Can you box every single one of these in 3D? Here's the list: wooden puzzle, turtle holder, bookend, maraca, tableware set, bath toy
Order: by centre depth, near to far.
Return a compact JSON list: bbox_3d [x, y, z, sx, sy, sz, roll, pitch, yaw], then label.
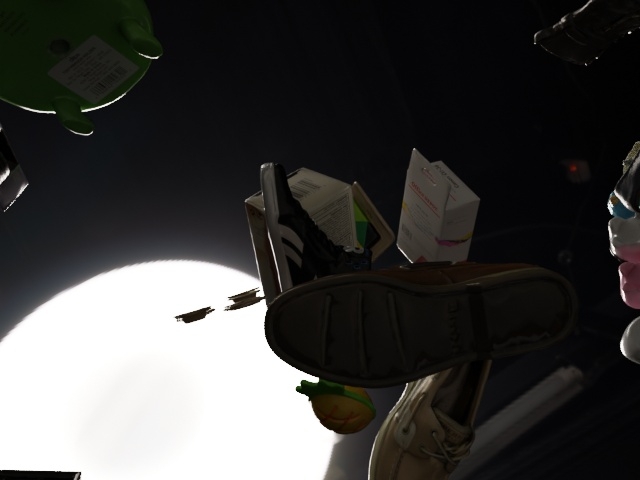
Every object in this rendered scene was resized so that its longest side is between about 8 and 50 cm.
[{"bbox_3d":[-0.380,-0.304,0.977,0.320,0.227,0.243,2,141,-34],"label":"turtle holder"},{"bbox_3d":[-0.154,0.100,1.152,0.141,0.020,0.168,-16,180,-8],"label":"tableware set"},{"bbox_3d":[0.562,0.066,1.250,0.151,0.129,0.348,-13,-131,31],"label":"bath toy"},{"bbox_3d":[-0.514,0.475,1.338,0.157,0.072,0.156,4,-167,-6],"label":"bookend"},{"bbox_3d":[0.031,0.307,1.446,0.127,0.186,0.099,-15,-133,29],"label":"maraca"},{"bbox_3d":[0.070,-0.009,2.055,0.239,0.044,0.221,-49,-127,23],"label":"wooden puzzle"}]

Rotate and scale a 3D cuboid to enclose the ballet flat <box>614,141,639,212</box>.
[{"bbox_3d":[0.462,-0.137,1.038,0.074,0.203,0.074,20,-165,-6],"label":"ballet flat"}]

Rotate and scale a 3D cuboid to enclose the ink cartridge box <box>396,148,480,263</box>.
[{"bbox_3d":[0.185,-0.042,1.199,0.067,0.198,0.115,-16,-136,-21],"label":"ink cartridge box"}]

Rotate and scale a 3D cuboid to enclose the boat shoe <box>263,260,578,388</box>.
[{"bbox_3d":[0.094,0.078,0.767,0.307,0.111,0.104,-1,-172,-8],"label":"boat shoe"}]

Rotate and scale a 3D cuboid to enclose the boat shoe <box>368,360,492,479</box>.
[{"bbox_3d":[0.156,0.259,1.042,0.098,0.109,0.302,-10,-126,64],"label":"boat shoe"}]

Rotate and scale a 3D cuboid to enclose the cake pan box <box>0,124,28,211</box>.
[{"bbox_3d":[-0.557,-0.171,1.083,0.070,0.266,0.246,-59,177,-22],"label":"cake pan box"}]

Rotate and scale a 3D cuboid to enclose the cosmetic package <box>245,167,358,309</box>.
[{"bbox_3d":[-0.022,0.038,1.385,0.129,0.296,0.153,24,-136,39],"label":"cosmetic package"}]

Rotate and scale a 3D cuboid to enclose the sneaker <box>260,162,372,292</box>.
[{"bbox_3d":[0.000,0.000,0.941,0.121,0.217,0.079,-12,-164,-2],"label":"sneaker"}]

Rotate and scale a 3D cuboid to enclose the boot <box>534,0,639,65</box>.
[{"bbox_3d":[0.570,-0.409,1.437,0.262,0.091,0.229,12,154,-18],"label":"boot"}]
